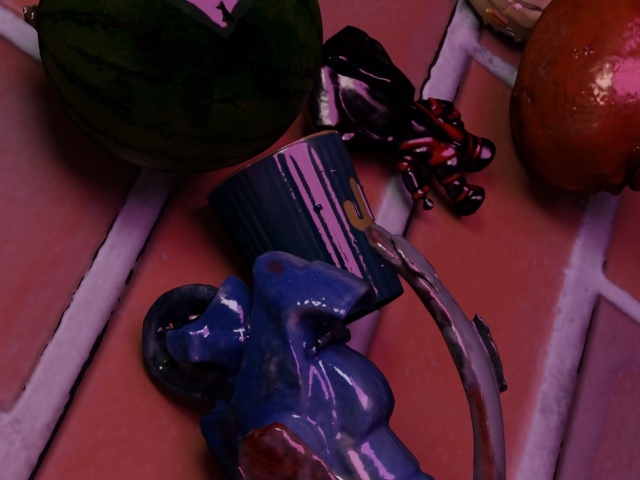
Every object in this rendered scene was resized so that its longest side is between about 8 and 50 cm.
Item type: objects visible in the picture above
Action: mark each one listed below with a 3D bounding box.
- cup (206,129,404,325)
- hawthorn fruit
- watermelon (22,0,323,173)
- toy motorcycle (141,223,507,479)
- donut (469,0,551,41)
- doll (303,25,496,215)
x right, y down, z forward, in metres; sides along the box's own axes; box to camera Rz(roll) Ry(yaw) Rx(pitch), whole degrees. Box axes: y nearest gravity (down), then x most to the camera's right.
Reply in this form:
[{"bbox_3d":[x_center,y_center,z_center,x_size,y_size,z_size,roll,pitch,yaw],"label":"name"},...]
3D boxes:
[{"bbox_3d":[0.000,0.000,1.337,0.155,0.131,0.176,65,24,8],"label":"cup"},{"bbox_3d":[0.307,-0.186,1.577,0.211,0.211,0.299,18,72,-25],"label":"hawthorn fruit"},{"bbox_3d":[-0.118,-0.172,1.268,0.242,0.242,0.242,17,55,-26],"label":"watermelon"},{"bbox_3d":[0.022,0.134,1.209,0.241,0.182,0.319,-33,85,-9],"label":"toy motorcycle"},{"bbox_3d":[0.222,-0.296,1.693,0.175,0.068,0.174,19,54,-28],"label":"donut"},{"bbox_3d":[0.064,-0.117,1.472,0.249,0.088,0.127,30,29,-28],"label":"doll"}]
